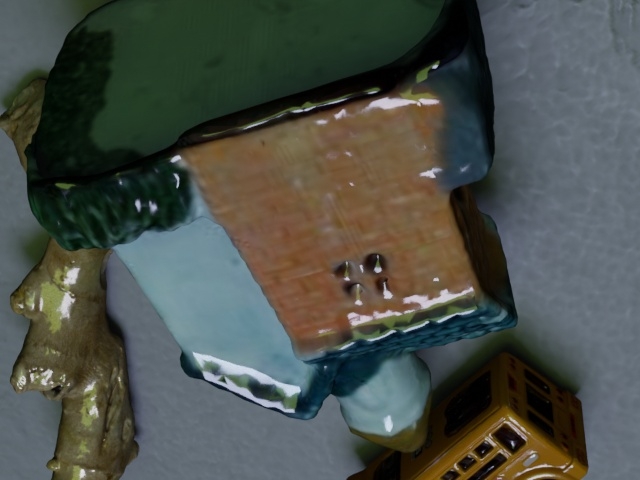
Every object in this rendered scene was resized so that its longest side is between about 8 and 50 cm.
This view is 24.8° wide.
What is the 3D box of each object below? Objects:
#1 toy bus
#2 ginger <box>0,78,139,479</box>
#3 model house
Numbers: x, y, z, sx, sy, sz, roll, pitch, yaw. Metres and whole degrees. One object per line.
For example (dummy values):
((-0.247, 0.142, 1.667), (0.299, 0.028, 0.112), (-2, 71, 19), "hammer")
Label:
((0.077, 0.162, 0.918), (0.088, 0.083, 0.194), (38, 116, -16), "toy bus")
((-0.165, 0.041, 0.932), (0.089, 0.075, 0.288), (-16, 113, -25), "ginger")
((0.000, 0.000, 0.836), (0.253, 0.184, 0.291), (-14, 121, 14), "model house")
